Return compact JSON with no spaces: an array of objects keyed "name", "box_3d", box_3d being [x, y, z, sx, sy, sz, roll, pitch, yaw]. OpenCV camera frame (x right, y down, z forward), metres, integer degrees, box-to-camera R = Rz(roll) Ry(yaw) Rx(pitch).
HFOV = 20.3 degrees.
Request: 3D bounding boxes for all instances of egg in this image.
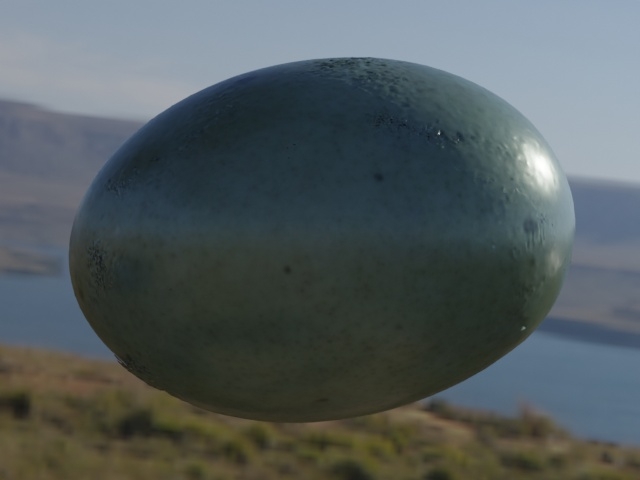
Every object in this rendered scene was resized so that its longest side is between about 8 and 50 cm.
[{"name":"egg","box_3d":[0.000,0.000,0.834,0.236,0.169,0.169,-9,-1,9]}]
